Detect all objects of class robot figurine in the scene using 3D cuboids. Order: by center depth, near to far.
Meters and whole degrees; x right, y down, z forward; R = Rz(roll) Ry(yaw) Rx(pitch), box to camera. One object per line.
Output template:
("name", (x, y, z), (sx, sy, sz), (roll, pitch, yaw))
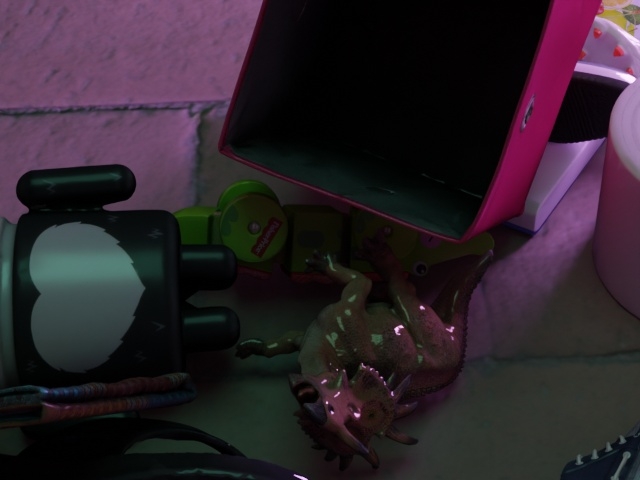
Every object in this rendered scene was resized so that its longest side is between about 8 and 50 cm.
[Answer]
("robot figurine", (-0.213, 0.057, 1.690), (0.278, 0.173, 0.209), (-2, 43, -3))

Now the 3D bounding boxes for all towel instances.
("towel", (-0.321, 0.144, 1.506), (0.370, 0.040, 0.271), (-9, -4, 20))

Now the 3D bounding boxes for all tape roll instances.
("tape roll", (0.395, -0.042, 1.803), (0.246, 0.169, 0.246), (0, 42, 0))

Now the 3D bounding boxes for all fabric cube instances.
("fabric cube", (0.094, -0.164, 1.740), (0.259, 0.254, 0.258), (22, 12, 15))

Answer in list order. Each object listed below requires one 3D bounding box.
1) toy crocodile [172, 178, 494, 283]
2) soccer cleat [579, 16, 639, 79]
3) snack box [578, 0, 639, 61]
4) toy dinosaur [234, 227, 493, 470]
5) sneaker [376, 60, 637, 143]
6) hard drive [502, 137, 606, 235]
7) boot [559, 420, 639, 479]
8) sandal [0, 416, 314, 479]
("toy crocodile", (0.000, 0.000, 1.809), (0.340, 0.105, 0.115), (1, 10, -7))
("soccer cleat", (0.358, -0.174, 1.998), (0.196, 0.068, 0.076), (42, 45, 8))
("snack box", (0.397, -0.248, 2.094), (0.207, 0.070, 0.174), (4, 45, 2))
("toy dinosaur", (0.060, 0.109, 1.683), (0.295, 0.127, 0.200), (-16, 51, -33))
("sneaker", (0.198, -0.201, 1.951), (0.295, 0.124, 0.178), (5, 53, 8))
("hard drive", (0.132, -0.131, 1.989), (0.318, 0.040, 0.210), (22, 47, 22))
("boot", (0.258, 0.197, 1.617), (0.086, 0.069, 0.190), (15, 47, 12))
("sandal", (-0.178, 0.204, 1.536), (0.445, 0.167, 0.107), (4, 47, 5))
